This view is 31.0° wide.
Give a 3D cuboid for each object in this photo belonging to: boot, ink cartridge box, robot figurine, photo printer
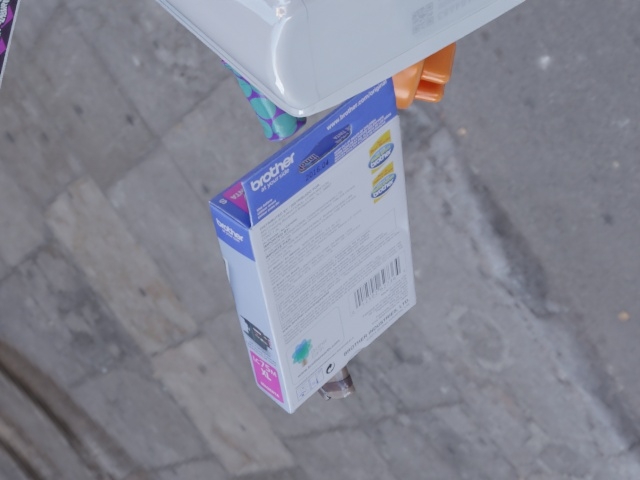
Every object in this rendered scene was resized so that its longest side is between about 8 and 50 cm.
[{"bbox_3d":[0.017,0.147,1.390,0.087,0.042,0.118,62,150,4],"label":"boot"},{"bbox_3d":[0.000,0.000,1.055,0.065,0.186,0.311,34,150,31],"label":"ink cartridge box"},{"bbox_3d":[0.063,-0.245,1.513,0.220,0.128,0.158,14,-170,-2],"label":"robot figurine"},{"bbox_3d":[-0.011,-0.230,0.722,0.307,0.256,0.107,43,155,36],"label":"photo printer"}]

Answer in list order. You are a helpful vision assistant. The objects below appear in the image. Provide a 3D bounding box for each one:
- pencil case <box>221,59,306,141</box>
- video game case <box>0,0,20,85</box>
[{"bbox_3d":[-0.077,-0.206,1.567,0.070,0.064,0.151,-1,138,32],"label":"pencil case"},{"bbox_3d":[-0.251,-0.151,0.699,0.210,0.042,0.232,27,105,42],"label":"video game case"}]
